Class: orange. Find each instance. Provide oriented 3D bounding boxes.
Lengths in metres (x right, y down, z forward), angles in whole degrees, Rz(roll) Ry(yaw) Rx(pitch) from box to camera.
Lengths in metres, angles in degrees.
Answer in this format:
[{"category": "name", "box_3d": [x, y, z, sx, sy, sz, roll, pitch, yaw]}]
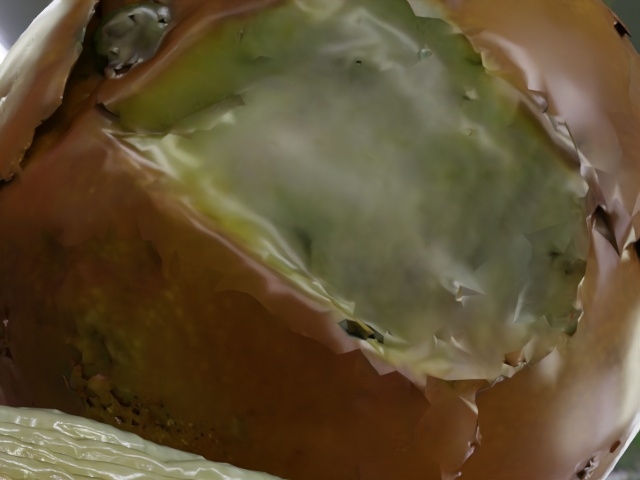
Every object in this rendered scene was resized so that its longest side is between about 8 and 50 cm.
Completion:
[{"category": "orange", "box_3d": [0.000, 0.000, 0.610, 0.240, 0.240, 0.240, 27, -36, 22]}]

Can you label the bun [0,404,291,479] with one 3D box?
[{"category": "bun", "box_3d": [-0.043, 0.126, 0.366, 0.243, 0.244, 0.153, 25, -76, 24]}]
